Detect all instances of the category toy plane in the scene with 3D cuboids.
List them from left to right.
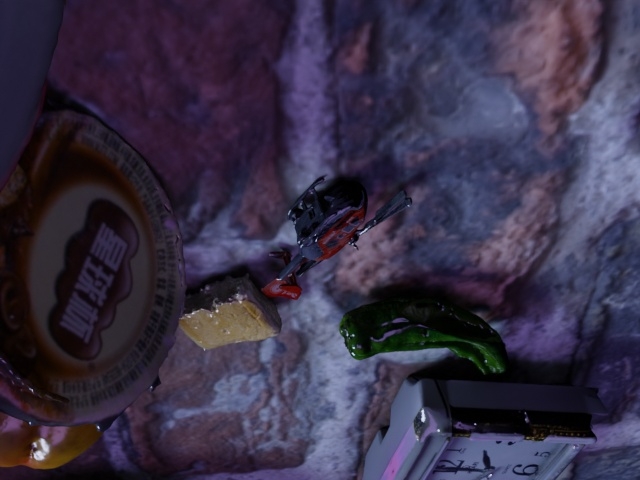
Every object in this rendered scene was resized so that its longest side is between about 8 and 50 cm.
[{"bbox_3d":[0.000,0.000,0.699,0.060,0.037,0.145,15,132,-38],"label":"toy plane"}]

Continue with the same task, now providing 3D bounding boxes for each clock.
[{"bbox_3d":[0.152,0.218,0.934,0.186,0.083,0.253,5,138,-12],"label":"clock"}]

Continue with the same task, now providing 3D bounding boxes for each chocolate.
[{"bbox_3d":[-0.209,0.022,0.608,0.147,0.221,0.221,-8,143,29],"label":"chocolate"}]

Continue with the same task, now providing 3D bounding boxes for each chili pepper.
[{"bbox_3d":[0.103,0.083,0.798,0.182,0.050,0.073,17,127,-28],"label":"chili pepper"}]

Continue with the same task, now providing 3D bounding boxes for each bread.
[{"bbox_3d":[-0.079,0.061,0.761,0.083,0.035,0.070,-17,138,23],"label":"bread"}]

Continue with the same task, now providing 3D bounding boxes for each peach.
[{"bbox_3d":[-0.225,0.114,0.734,0.138,0.138,0.138,-4,139,-3],"label":"peach"}]

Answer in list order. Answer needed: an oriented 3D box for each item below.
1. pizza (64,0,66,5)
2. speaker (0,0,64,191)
[{"bbox_3d":[-0.239,-0.137,0.491,0.197,0.058,0.292,15,135,-23],"label":"pizza"},{"bbox_3d":[-0.226,-0.072,0.319,0.294,0.294,0.294,-4,139,-3],"label":"speaker"}]
